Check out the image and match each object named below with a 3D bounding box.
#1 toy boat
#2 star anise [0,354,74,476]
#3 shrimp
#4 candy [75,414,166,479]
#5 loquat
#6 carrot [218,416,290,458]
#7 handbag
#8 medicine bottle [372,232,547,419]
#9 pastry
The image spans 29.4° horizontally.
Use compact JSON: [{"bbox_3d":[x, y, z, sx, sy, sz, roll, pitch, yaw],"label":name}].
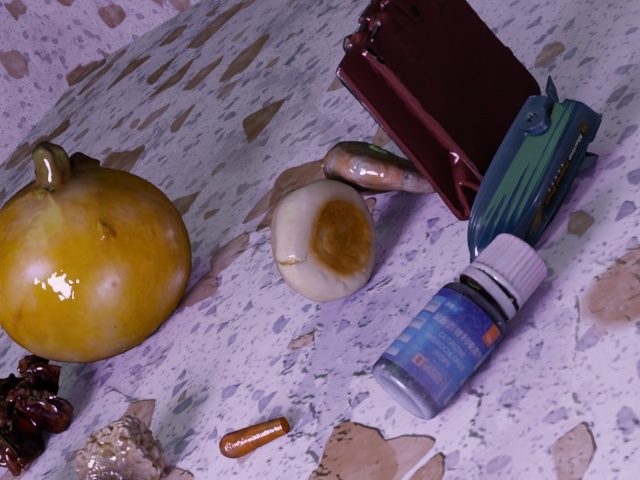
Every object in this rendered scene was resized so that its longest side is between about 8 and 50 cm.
[{"bbox_3d":[0.233,-0.055,1.372,0.093,0.103,0.246,14,71,48],"label":"toy boat"},{"bbox_3d":[-0.464,0.258,1.865,0.220,0.126,0.190,-18,27,49],"label":"star anise"},{"bbox_3d":[0.083,-0.090,1.642,0.317,0.168,0.077,-120,43,-85],"label":"shrimp"},{"bbox_3d":[-0.249,0.273,1.514,0.110,0.095,0.085,-25,23,24],"label":"candy"},{"bbox_3d":[-0.365,0.013,1.873,0.328,0.359,0.328,-10,28,5],"label":"loquat"},{"bbox_3d":[-0.078,0.228,1.409,0.093,0.032,0.032,-24,27,26],"label":"carrot"},{"bbox_3d":[0.149,-0.191,1.494,0.084,0.275,0.260,-25,25,38],"label":"handbag"},{"bbox_3d":[0.145,0.084,1.241,0.203,0.083,0.083,-47,23,-16],"label":"medicine bottle"},{"bbox_3d":[0.000,0.000,1.534,0.092,0.156,0.156,-10,37,46],"label":"pastry"}]
